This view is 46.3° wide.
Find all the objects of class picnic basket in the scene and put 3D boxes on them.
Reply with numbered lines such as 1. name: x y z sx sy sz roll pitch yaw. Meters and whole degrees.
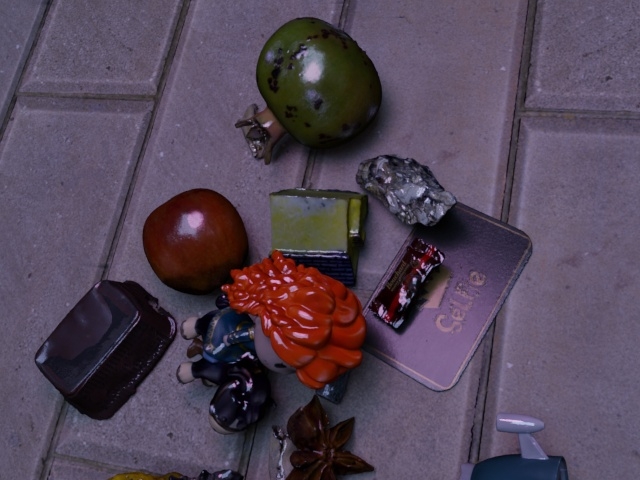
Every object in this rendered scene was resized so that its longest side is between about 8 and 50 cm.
1. picnic basket: -0.474 0.226 1.617 0.222 0.129 0.297 37 84 24

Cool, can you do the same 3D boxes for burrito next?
1. burrito: -0.067 0.470 1.441 0.063 0.058 0.229 -14 63 16
2. burrito: -0.159 -0.258 1.767 0.055 0.041 0.149 -15 61 -5

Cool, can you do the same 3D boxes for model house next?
1. model house: 0.000 0.000 1.585 0.194 0.170 0.211 3 98 10

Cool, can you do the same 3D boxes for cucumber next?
1. cucumber: 0.027 0.268 1.493 0.064 0.064 0.112 6 73 19

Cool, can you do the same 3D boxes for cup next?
1. cup: 0.326 0.443 1.279 0.173 0.167 0.300 -2 93 25

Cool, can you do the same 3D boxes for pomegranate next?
1. pomegranate: -0.037 -0.325 1.621 0.323 0.291 0.291 -25 64 -6

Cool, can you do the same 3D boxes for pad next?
1. pad: 0.265 0.104 1.485 0.315 0.063 0.375 27 79 24

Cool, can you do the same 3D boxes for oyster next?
1. oyster: 0.173 -0.112 1.566 0.199 0.087 0.252 -6 37 5

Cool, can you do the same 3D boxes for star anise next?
1. star anise: -0.004 0.392 1.399 0.111 0.212 0.196 -11 92 54

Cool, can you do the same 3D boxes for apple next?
1. apple: -0.263 0.006 1.603 0.230 0.230 0.230 -6 67 14

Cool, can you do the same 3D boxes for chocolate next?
1. chocolate: 0.172 0.083 1.501 0.086 0.028 0.182 37 96 28

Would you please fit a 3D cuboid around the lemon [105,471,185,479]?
1. lemon: -0.357 0.567 1.382 0.245 0.245 0.320 27 73 24

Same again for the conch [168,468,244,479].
1. conch: -0.164 0.501 1.265 0.240 0.313 0.186 -37 37 -24

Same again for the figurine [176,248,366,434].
1. figurine: -0.112 0.196 1.448 0.412 0.241 0.306 -39 39 19
